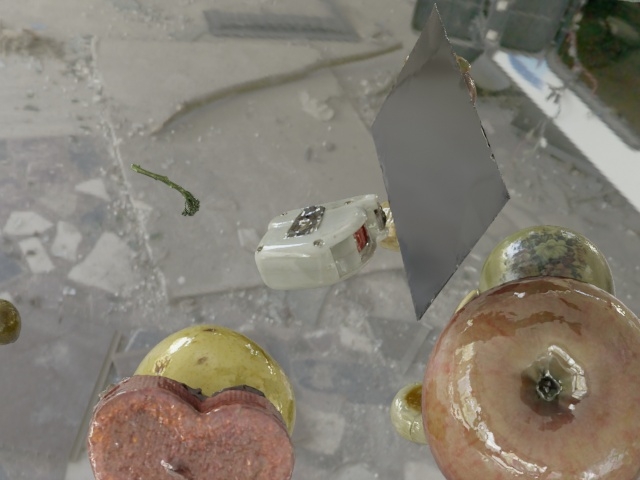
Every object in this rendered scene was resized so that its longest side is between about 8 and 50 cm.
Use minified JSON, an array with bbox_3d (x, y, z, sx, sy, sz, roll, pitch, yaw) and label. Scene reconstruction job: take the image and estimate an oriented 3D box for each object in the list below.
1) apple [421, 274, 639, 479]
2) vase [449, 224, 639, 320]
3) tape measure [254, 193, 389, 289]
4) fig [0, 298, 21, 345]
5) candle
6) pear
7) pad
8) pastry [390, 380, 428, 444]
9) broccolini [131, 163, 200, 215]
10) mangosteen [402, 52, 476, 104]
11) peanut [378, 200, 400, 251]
[{"bbox_3d":[0.297,0.207,1.019,0.345,0.269,0.344,1,82,-5],"label":"apple"},{"bbox_3d":[0.388,0.140,1.372,0.330,0.240,0.302,-19,38,-2],"label":"vase"},{"bbox_3d":[0.000,0.000,1.690,0.258,0.130,0.265,-9,24,20],"label":"tape measure"},{"bbox_3d":[-0.507,0.133,1.211,0.074,0.088,0.073,-8,53,11],"label":"fig"},{"bbox_3d":[-0.211,0.358,1.171,0.317,0.287,0.131,16,2,-9],"label":"candle"},{"bbox_3d":[-0.199,0.306,1.371,0.310,0.309,0.309,12,42,-11],"label":"pear"},{"bbox_3d":[0.144,-0.111,1.036,0.007,0.247,0.367,6,49,-19],"label":"pad"},{"bbox_3d":[0.236,0.388,1.732,0.157,0.091,0.156,2,33,-1],"label":"pastry"},{"bbox_3d":[-0.343,-0.124,1.749,0.194,0.052,0.054,42,31,-29],"label":"broccolini"},{"bbox_3d":[0.257,-0.343,1.698,0.200,0.199,0.199,12,42,-11],"label":"mangosteen"},{"bbox_3d":[0.220,-0.027,1.967,0.154,0.140,0.325,-10,15,-12],"label":"peanut"}]
